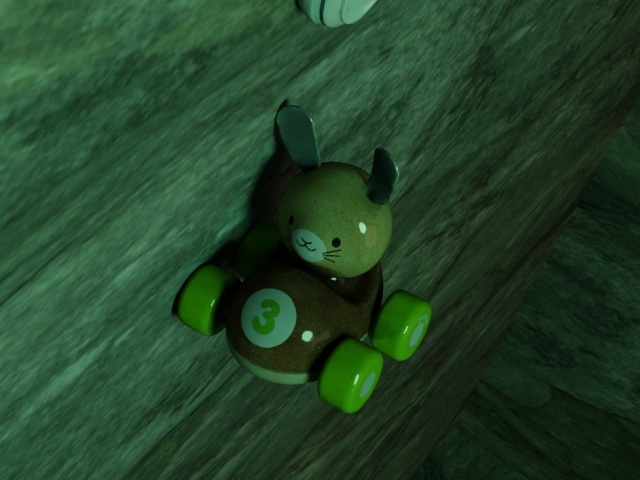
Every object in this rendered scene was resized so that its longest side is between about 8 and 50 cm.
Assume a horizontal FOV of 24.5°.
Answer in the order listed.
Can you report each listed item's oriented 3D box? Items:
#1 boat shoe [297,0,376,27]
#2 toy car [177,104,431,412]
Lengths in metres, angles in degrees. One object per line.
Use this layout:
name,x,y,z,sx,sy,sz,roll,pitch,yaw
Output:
boat shoe,0.066,-0.205,0.899,0.083,0.076,0.226,-25,156,-50
toy car,0.000,0.000,1.074,0.149,0.155,0.188,-40,150,-47
